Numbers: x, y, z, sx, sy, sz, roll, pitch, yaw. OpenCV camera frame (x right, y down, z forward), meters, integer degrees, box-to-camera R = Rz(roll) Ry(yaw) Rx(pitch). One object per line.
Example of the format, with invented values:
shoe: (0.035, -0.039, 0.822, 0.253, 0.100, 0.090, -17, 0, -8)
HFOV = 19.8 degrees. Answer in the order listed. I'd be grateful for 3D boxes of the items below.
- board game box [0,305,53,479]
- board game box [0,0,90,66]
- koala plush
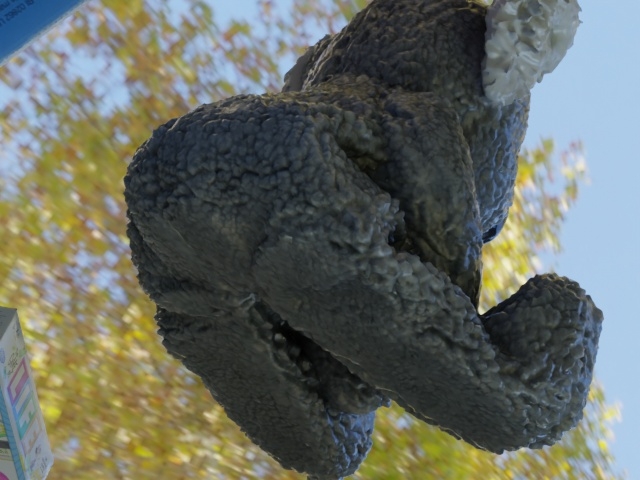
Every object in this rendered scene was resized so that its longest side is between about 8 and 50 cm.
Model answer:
board game box: (-0.201, 0.061, 0.810, 0.154, 0.103, 0.026, 10, -134, 13)
board game box: (-0.099, -0.144, 0.693, 0.308, 0.302, 0.086, -37, -77, -5)
koala plush: (0.031, -0.037, 0.843, 0.196, 0.203, 0.221, -14, -143, 47)
